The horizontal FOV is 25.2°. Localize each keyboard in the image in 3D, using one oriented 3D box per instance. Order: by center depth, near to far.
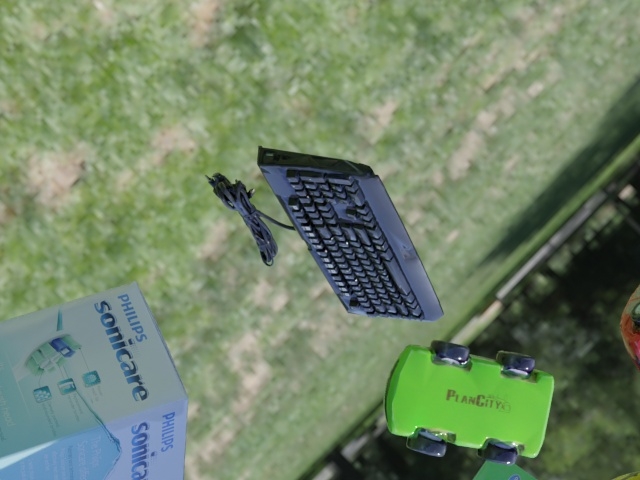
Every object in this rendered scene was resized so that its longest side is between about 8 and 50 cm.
[{"bbox_3d":[0.000,0.000,1.432,0.317,0.201,0.033,60,45,-56],"label":"keyboard"}]

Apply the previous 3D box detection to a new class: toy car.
[{"bbox_3d":[0.133,0.096,0.809,0.053,0.225,0.239,-171,-86,-71],"label":"toy car"}]

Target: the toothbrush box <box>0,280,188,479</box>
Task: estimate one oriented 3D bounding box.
[{"bbox_3d":[-0.264,0.178,1.149,0.295,0.126,0.216,-17,147,-18],"label":"toothbrush box"}]

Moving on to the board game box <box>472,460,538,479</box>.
[{"bbox_3d":[0.061,0.318,1.140,0.317,0.046,0.213,-52,167,-9],"label":"board game box"}]
